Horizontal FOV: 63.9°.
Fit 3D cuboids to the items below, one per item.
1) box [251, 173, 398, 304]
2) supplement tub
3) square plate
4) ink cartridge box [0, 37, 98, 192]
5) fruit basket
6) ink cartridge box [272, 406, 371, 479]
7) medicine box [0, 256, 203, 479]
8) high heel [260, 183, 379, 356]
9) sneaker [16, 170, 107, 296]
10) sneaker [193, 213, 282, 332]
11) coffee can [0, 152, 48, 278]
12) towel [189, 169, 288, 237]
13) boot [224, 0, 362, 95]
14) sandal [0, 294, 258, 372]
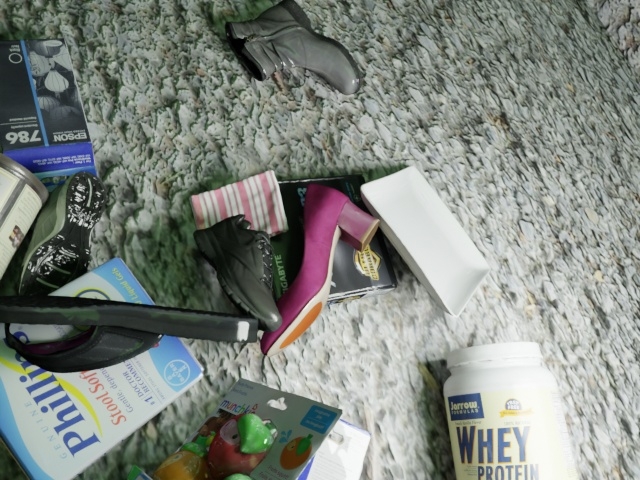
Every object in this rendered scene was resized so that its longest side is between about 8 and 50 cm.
[{"bbox_3d":[0.000,0.000,1.172,0.293,0.073,0.296,-6,71,-25],"label":"box"},{"bbox_3d":[0.388,0.392,1.073,0.235,0.235,0.325,4,68,-21],"label":"supplement tub"},{"bbox_3d":[0.254,-0.012,1.223,0.344,0.049,0.347,55,33,5],"label":"square plate"},{"bbox_3d":[-0.573,-0.259,1.050,0.165,0.065,0.333,-14,76,-27],"label":"ink cartridge box"},{"bbox_3d":[-0.171,0.369,0.812,0.165,0.327,0.353,51,60,-24],"label":"fruit basket"},{"bbox_3d":[-0.049,0.479,0.882,0.175,0.069,0.371,29,61,-8],"label":"ink cartridge box"},{"bbox_3d":[-0.399,0.223,0.873,0.289,0.149,0.264,-35,85,-30],"label":"medicine box"},{"bbox_3d":[-0.047,0.050,1.051,0.181,0.127,0.377,31,61,15],"label":"high heel"},{"bbox_3d":[-0.488,0.001,0.958,0.100,0.107,0.272,41,49,-44],"label":"sneaker"},{"bbox_3d":[-0.138,0.047,0.975,0.130,0.109,0.286,-33,56,-8],"label":"sneaker"},{"bbox_3d":[-0.615,-0.004,0.847,0.201,0.201,0.276,21,63,-13],"label":"coffee can"},{"bbox_3d":[-0.175,-0.059,1.097,0.196,0.029,0.144,-18,75,5],"label":"towel"},{"bbox_3d":[-0.074,-0.458,1.316,0.222,0.118,0.338,-38,76,-27],"label":"boot"},{"bbox_3d":[-0.313,0.146,0.769,0.445,0.167,0.107,9,83,-19],"label":"sandal"}]
